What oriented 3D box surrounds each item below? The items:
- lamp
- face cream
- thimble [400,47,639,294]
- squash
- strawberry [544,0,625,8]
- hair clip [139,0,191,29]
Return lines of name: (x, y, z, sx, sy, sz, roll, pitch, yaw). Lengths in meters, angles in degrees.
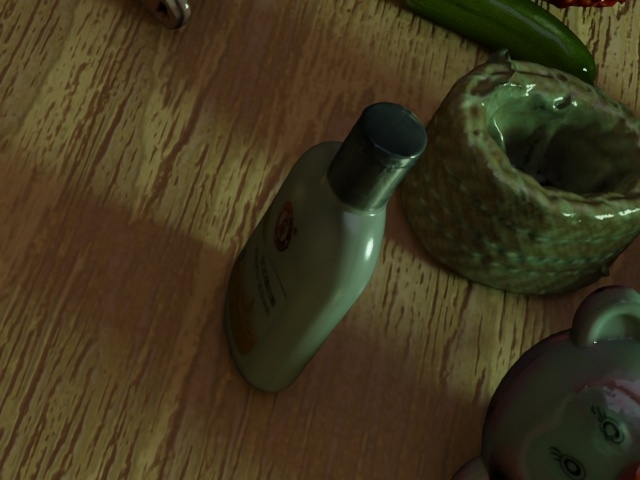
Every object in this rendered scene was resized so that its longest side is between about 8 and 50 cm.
lamp: (0.277, 0.184, 1.326, 0.301, 0.247, 0.247, 30, 18, -12)
face cream: (0.000, 0.000, 1.248, 0.071, 0.291, 0.143, 8, 55, -22)
thimble: (0.201, -0.058, 1.487, 0.229, 0.148, 0.196, 24, 50, -6)
squash: (0.179, -0.235, 1.658, 0.258, 0.069, 0.069, 28, 49, -6)
strawberry: (0.246, -0.323, 1.716, 0.233, 0.137, 0.306, 46, 14, 10)
hair clip: (-0.150, -0.282, 1.506, 0.138, 0.123, 0.102, 43, 69, 3)
